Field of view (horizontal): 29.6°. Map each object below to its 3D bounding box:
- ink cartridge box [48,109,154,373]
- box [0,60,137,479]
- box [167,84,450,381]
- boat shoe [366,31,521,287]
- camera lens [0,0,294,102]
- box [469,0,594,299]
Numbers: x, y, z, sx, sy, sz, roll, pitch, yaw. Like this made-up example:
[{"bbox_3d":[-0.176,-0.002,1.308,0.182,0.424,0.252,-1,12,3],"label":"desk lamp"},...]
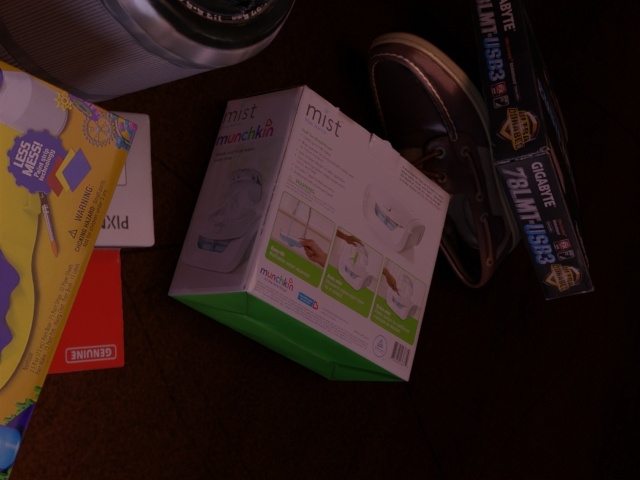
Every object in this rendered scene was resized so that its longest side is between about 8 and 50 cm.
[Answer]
[{"bbox_3d":[-0.267,0.001,1.055,0.275,0.060,0.239,0,86,-47],"label":"ink cartridge box"},{"bbox_3d":[-0.326,0.003,0.844,0.279,0.177,0.290,24,76,-28],"label":"box"},{"bbox_3d":[0.000,0.000,1.288,0.262,0.127,0.231,31,64,-41],"label":"box"},{"bbox_3d":[0.140,-0.087,1.455,0.123,0.123,0.342,-55,130,-36],"label":"boat shoe"},{"bbox_3d":[-0.170,-0.235,1.014,0.219,0.274,0.219,9,78,-46],"label":"camera lens"},{"bbox_3d":[0.261,-0.126,1.492,0.295,0.073,0.293,57,23,-48],"label":"box"}]
